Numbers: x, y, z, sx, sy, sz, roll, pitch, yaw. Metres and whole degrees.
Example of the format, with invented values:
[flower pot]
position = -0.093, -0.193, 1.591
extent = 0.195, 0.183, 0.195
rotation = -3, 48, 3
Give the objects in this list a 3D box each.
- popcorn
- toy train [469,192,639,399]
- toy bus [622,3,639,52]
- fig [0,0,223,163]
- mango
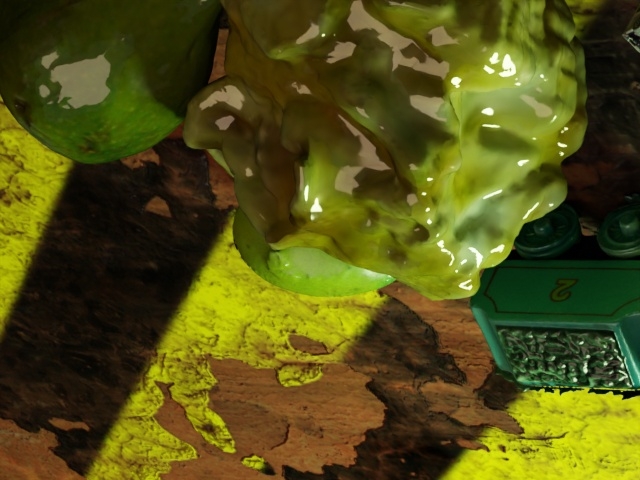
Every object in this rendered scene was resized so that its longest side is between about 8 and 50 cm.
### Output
[popcorn]
position = 0.053, -0.133, 1.603
extent = 0.292, 0.293, 0.334
rotation = 46, 126, 38
[toy train]
position = 0.240, 0.053, 1.743
extent = 0.203, 0.163, 0.112
rotation = -2, 132, 34
[toy bus]
position = 0.293, -0.179, 1.523
extent = 0.052, 0.058, 0.102
rotation = 40, 147, -16
[fig]
position = -0.159, -0.189, 1.688
extent = 0.275, 0.206, 0.206
rotation = -22, 121, 41
[mango]
position = 0.000, 0.001, 1.890
extent = 0.178, 0.100, 0.119
rotation = 14, 139, 6
